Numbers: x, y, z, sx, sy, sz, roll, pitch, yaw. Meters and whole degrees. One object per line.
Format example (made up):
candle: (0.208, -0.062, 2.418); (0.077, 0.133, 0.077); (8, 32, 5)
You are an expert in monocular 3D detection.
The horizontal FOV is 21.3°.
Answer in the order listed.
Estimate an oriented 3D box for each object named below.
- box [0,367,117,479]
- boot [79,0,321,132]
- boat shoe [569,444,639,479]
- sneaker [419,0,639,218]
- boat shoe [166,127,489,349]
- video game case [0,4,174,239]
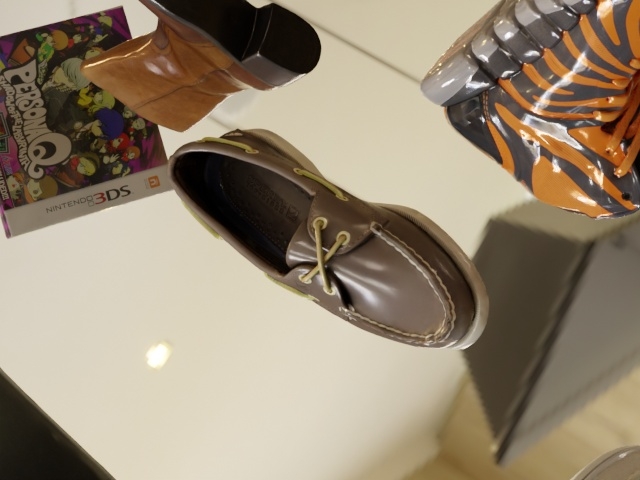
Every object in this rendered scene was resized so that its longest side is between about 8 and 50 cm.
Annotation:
box: (-0.255, 0.286, 0.845); (0.293, 0.212, 0.395); (-40, 11, 22)
boot: (-0.170, -0.221, 1.757); (0.264, 0.280, 0.096); (25, -112, -29)
boat shoe: (0.190, 0.242, 1.041); (0.156, 0.136, 0.367); (-47, 4, 45)
sneaker: (0.225, -0.131, 1.230); (0.124, 0.180, 0.321); (-49, 8, -34)
boat shoe: (0.000, 0.000, 1.469); (0.097, 0.324, 0.116); (-6, -55, -50)
video game case: (-0.301, -0.140, 2.009); (0.210, 0.232, 0.042); (-17, 4, -20)
